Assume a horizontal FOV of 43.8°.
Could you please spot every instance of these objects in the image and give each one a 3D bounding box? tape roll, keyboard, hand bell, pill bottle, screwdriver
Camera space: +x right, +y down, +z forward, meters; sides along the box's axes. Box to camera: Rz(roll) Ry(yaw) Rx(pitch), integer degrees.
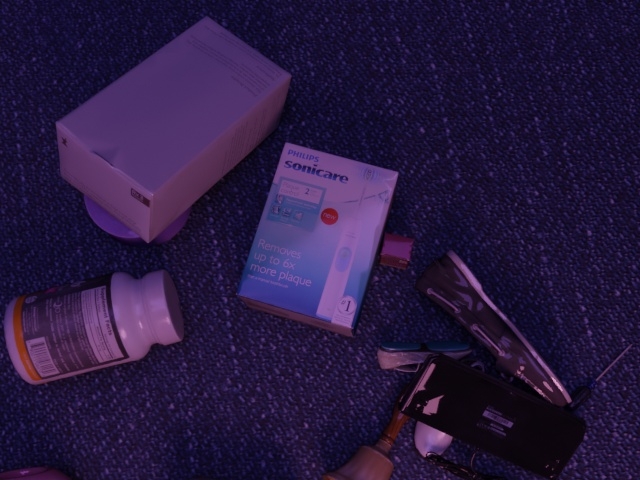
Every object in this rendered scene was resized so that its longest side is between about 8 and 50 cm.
[{"bbox_3d":[-0.341,-0.086,1.500,0.188,0.080,0.189,0,76,2],"label":"tape roll"},{"bbox_3d":[0.274,0.325,1.336,0.317,0.033,0.202,26,102,-11],"label":"keyboard"},{"bbox_3d":[0.118,0.338,1.377,0.126,0.126,0.242,31,66,10],"label":"hand bell"},{"bbox_3d":[-0.393,0.146,1.404,0.278,0.162,0.162,-14,76,-1],"label":"pill bottle"},{"bbox_3d":[0.494,0.237,1.409,0.170,0.024,0.025,-46,107,-10],"label":"screwdriver"}]

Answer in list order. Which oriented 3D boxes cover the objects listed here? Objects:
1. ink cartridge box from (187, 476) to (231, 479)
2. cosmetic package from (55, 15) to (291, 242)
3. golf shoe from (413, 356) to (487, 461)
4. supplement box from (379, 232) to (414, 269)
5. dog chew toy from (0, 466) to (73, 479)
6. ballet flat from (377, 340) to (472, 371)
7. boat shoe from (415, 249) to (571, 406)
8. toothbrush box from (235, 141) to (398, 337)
[{"bbox_3d":[-0.147,0.543,1.317,0.196,0.114,0.273,6,76,5],"label":"ink cartridge box"},{"bbox_3d":[-0.253,-0.206,1.418,0.217,0.156,0.385,38,58,11],"label":"cosmetic package"},{"bbox_3d":[0.221,0.288,1.374,0.077,0.094,0.198,29,81,8],"label":"golf shoe"},{"bbox_3d":[0.137,0.020,1.448,0.054,0.083,0.043,13,77,5],"label":"supplement box"},{"bbox_3d":[-0.479,0.547,1.296,0.206,0.206,0.332,-6,83,1],"label":"dog chew toy"},{"bbox_3d":[0.185,0.208,1.423,0.168,0.057,0.052,0,104,6],"label":"ballet flat"},{"bbox_3d":[0.298,0.169,1.398,0.095,0.112,0.335,-40,73,6],"label":"boat shoe"},{"bbox_3d":[0.000,0.000,1.439,0.216,0.126,0.296,17,76,7],"label":"toothbrush box"}]
